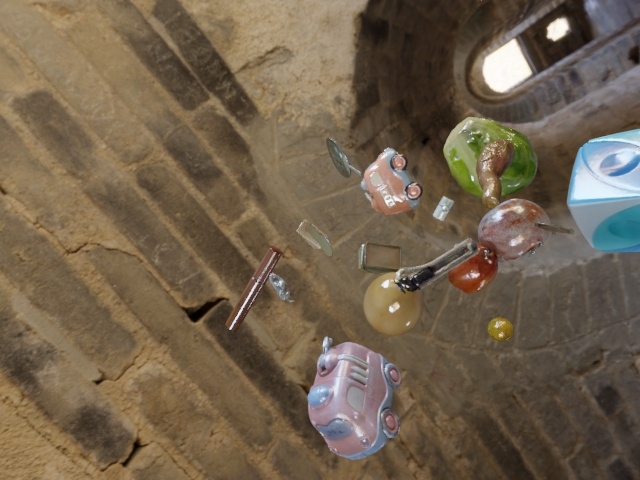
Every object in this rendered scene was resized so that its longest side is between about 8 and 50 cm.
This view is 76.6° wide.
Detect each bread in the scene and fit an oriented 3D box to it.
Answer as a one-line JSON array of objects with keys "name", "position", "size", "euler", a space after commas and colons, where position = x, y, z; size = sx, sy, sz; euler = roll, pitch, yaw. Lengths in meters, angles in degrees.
[{"name": "bread", "position": [-0.047, -0.029, 1.914], "size": [0.152, 0.105, 0.077], "euler": [39, -100, -14]}]

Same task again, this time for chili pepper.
[{"name": "chili pepper", "position": [-0.155, 0.179, 1.573], "size": [0.050, 0.041, 0.153], "euler": [-27, -99, -45]}]

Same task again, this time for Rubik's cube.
[{"name": "Rubik's cube", "position": [1.190, -0.182, 1.534], "size": [0.347, 0.351, 0.352], "euler": [39, -116, -29]}]

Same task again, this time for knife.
[{"name": "knife", "position": [0.409, 0.078, 1.382], "size": [0.365, 0.043, 0.089], "euler": [-24, -95, -22]}]

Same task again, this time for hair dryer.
[{"name": "hair dryer", "position": [0.443, -0.109, 1.454], "size": [0.047, 0.082, 0.137], "euler": [28, -164, 8]}]

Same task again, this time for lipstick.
[{"name": "lipstick", "position": [-0.245, 0.180, 1.475], "size": [0.057, 0.357, 0.057], "euler": [30, -166, -8]}]

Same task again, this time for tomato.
[{"name": "tomato", "position": [0.911, -0.043, 1.913], "size": [0.316, 0.316, 0.283], "euler": [-4, -117, -58]}]

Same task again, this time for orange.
[{"name": "orange", "position": [0.636, 0.315, 1.435], "size": [0.085, 0.085, 0.095], "euler": [61, 176, 1]}]

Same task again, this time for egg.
[{"name": "egg", "position": [0.368, 0.319, 2.046], "size": [0.374, 0.300, 0.301], "euler": [94, 167, -60]}]

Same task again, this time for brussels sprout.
[{"name": "brussels sprout", "position": [0.697, -0.336, 1.666], "size": [0.370, 0.276, 0.315], "euler": [24, -112, -7]}]

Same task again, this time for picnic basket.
[{"name": "picnic basket", "position": [0.366, 0.115, 2.523], "size": [0.266, 0.139, 0.166], "euler": [8, -110, -14]}]

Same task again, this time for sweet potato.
[{"name": "sweet potato", "position": [0.551, -0.233, 1.301], "size": [0.109, 0.109, 0.385], "euler": [52, -134, -14]}]

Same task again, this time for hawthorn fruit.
[{"name": "hawthorn fruit", "position": [0.708, 0.118, 1.845], "size": [0.210, 0.262, 0.211], "euler": [12, -124, -19]}]

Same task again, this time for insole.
[{"name": "insole", "position": [0.000, 0.000, 1.635], "size": [0.253, 0.005, 0.086], "euler": [-132, 31, -58]}]

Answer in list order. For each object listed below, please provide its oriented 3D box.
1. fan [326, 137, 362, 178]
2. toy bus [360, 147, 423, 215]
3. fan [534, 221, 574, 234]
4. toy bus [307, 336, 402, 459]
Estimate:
[{"name": "fan", "position": [0.112, -0.367, 1.980], "size": [0.294, 0.012, 0.223], "euler": [54, 169, 21]}, {"name": "toy bus", "position": [0.305, -0.243, 1.771], "size": [0.288, 0.232, 0.194], "euler": [59, -164, -4]}, {"name": "fan", "position": [0.859, -0.037, 1.493], "size": [0.220, 0.131, 0.009], "euler": [15, -88, -60]}, {"name": "toy bus", "position": [0.076, 0.424, 1.124], "size": [0.231, 0.197, 0.294], "euler": [39, -139, -20]}]
